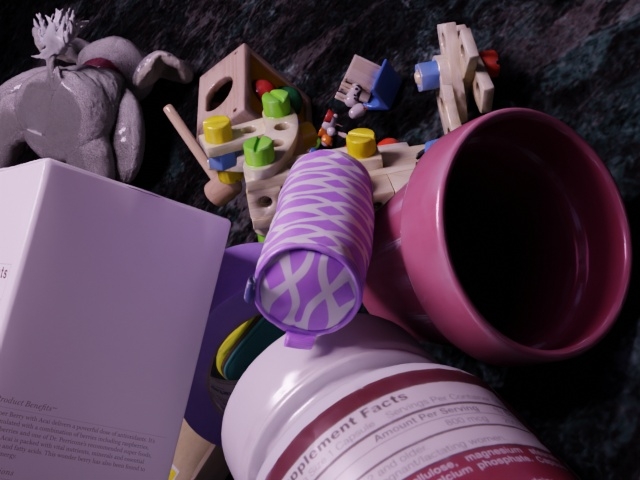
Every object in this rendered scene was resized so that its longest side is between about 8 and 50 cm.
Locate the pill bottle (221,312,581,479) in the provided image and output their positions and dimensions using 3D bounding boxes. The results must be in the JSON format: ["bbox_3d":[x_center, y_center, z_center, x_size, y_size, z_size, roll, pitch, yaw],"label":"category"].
[{"bbox_3d":[0.082,0.225,0.667,0.224,0.224,0.392,-50,35,6],"label":"pill bottle"}]

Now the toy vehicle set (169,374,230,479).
[{"bbox_3d":[-0.186,0.270,1.095,0.267,0.035,0.166,-57,36,-4],"label":"toy vehicle set"}]

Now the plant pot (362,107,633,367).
[{"bbox_3d":[0.127,0.010,0.835,0.180,0.201,0.201,-21,45,58],"label":"plant pot"}]

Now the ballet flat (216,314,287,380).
[{"bbox_3d":[-0.029,0.061,1.061,0.231,0.077,0.077,-45,23,15],"label":"ballet flat"}]

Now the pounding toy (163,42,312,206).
[{"bbox_3d":[-0.092,-0.136,1.194,0.094,0.181,0.206,-32,41,28],"label":"pounding toy"}]

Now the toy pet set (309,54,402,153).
[{"bbox_3d":[0.045,-0.152,1.166,0.122,0.065,0.114,123,172,-71],"label":"toy pet set"}]

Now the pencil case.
[{"bbox_3d":[0.000,0.000,0.794,0.086,0.088,0.206,5,28,6],"label":"pencil case"}]

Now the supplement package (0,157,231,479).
[{"bbox_3d":[-0.223,0.098,0.858,0.175,0.177,0.293,-1,73,56],"label":"supplement package"}]

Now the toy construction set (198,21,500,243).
[{"bbox_3d":[0.043,-0.094,1.010,0.327,0.151,0.215,-22,34,3],"label":"toy construction set"}]

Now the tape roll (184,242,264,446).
[{"bbox_3d":[-0.060,0.103,0.957,0.189,0.189,0.080,-51,36,5],"label":"tape roll"}]

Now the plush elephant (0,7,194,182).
[{"bbox_3d":[-0.349,-0.209,1.518,0.272,0.255,0.330,21,116,16],"label":"plush elephant"}]
